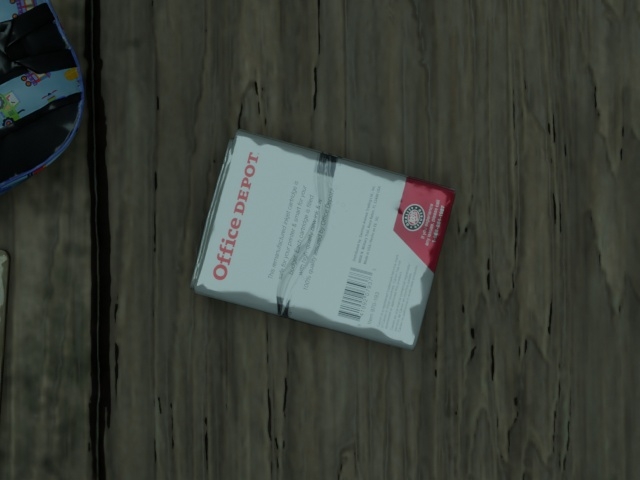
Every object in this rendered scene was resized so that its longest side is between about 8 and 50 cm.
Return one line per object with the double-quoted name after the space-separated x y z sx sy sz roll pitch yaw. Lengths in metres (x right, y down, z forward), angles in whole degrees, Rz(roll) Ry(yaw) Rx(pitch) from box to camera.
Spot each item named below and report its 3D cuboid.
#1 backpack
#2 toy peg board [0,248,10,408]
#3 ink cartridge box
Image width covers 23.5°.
-0.236 -0.092 0.960 0.173 0.117 0.158 -26 92 -3 "backpack"
-0.287 0.082 0.975 0.160 0.079 0.161 4 90 -4 "toy peg board"
0.000 0.000 1.005 0.150 0.063 0.109 15 89 -4 "ink cartridge box"
